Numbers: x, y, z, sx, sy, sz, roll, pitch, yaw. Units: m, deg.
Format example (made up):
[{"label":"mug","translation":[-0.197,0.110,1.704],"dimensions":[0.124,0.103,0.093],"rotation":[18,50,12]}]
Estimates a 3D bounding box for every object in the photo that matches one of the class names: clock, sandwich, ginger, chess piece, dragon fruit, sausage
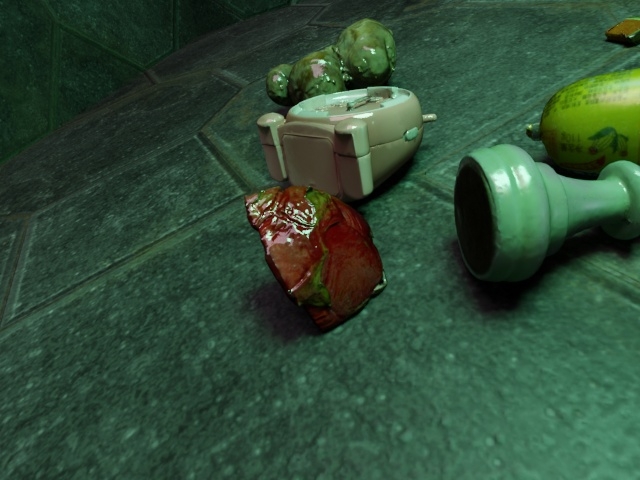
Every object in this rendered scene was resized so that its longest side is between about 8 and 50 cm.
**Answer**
[{"label":"clock","translation":[0.057,-0.168,0.680],"dimensions":[0.227,0.142,0.241],"rotation":[18,42,41]},{"label":"sandwich","translation":[0.585,-0.396,0.778],"dimensions":[0.069,0.026,0.101],"rotation":[-20,33,10]},{"label":"ginger","translation":[0.028,-0.378,0.928],"dimensions":[0.304,0.155,0.245],"rotation":[-24,38,-3]},{"label":"chess piece","translation":[0.286,-0.037,0.414],"dimensions":[0.271,0.139,0.139],"rotation":[-6,38,3]},{"label":"dragon fruit","translation":[0.001,0.001,0.473],"dimensions":[0.127,0.161,0.120],"rotation":[-36,36,-1]},{"label":"sausage","translation":[0.406,-0.129,0.440],"dimensions":[0.347,0.123,0.123],"rotation":[6,44,40]}]
